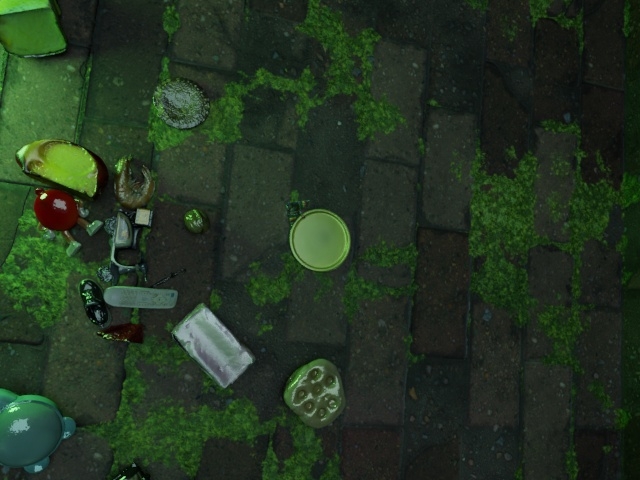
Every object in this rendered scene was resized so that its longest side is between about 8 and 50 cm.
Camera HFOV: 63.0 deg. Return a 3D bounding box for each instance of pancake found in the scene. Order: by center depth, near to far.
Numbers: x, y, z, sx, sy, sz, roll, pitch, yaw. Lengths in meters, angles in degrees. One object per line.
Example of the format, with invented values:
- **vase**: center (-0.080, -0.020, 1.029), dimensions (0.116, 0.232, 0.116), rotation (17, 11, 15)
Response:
- **pancake**: center (-0.487, -0.481, 1.827), dimensions (0.199, 0.021, 0.199), rotation (2, 84, -16)

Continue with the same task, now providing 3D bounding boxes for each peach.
- **peach**: center (-0.802, -0.229, 1.644), dimensions (0.267, 0.154, 0.159), rotation (18, 74, -6)

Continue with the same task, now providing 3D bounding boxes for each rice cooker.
- **rice cooker**: center (-0.608, 0.772, 1.612), dimensions (0.165, 0.112, 0.106), rotation (-39, 89, -17)

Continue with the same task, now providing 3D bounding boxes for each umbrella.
- **umbrella**: center (-0.522, 0.131, 1.753), dimensions (0.148, 0.022, 0.022), rotation (-27, 55, -16)

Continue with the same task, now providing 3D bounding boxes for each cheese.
- **cheese**: center (-0.022, 0.524, 1.803), dimensions (0.217, 0.117, 0.235), rotation (10, 83, -13)

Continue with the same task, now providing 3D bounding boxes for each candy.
- **candy**: center (-0.356, 0.349, 1.727), dimensions (0.155, 0.116, 0.265), rotation (-45, 97, -16)

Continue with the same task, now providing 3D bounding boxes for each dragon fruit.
- **dragon fruit**: center (-0.642, 0.292, 1.681), dimensions (0.131, 0.097, 0.063), rotation (8, 78, 5)

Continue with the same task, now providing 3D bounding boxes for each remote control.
- **remote control**: center (-0.586, 0.182, 1.705), dimensions (0.229, 0.044, 0.073), rotation (6, 112, -27)

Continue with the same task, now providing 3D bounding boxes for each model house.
- **model house**: center (-0.943, -0.724, 1.684), dimensions (0.193, 0.170, 0.212), rotation (-18, 61, -10)

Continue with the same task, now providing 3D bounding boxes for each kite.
- **kite**: center (-0.087, -0.112, 1.901), dimensions (0.090, 0.004, 0.122), rotation (39, 71, 5)

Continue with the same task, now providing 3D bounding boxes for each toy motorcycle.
- **toy motorcycle**: center (-0.633, 0.023, 1.698), dimensions (0.157, 0.091, 0.263), rotation (7, 83, -18)

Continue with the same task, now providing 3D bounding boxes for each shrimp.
- **shrimp**: center (-0.627, -0.198, 1.751), dimensions (0.132, 0.051, 0.188), rotation (-5, 91, -35)

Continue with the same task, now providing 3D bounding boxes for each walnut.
- **walnut**: center (-0.419, -0.064, 1.773), dimensions (0.092, 0.092, 0.092), rotation (2, 84, -16)

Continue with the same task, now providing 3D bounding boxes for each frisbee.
- **frisbee**: center (0.000, 0.000, 1.917), dimensions (0.235, 0.017, 0.236), rotation (2, 83, -15)

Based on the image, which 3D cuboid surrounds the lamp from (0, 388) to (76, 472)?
- **lamp**: center (-0.894, 0.548, 1.536), dimensions (0.284, 0.147, 0.209), rotation (39, 77, -8)

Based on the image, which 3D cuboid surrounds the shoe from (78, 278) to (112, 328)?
- **shoe**: center (-0.717, 0.200, 1.649), dimensions (0.071, 0.099, 0.169), rotation (-23, 90, -15)

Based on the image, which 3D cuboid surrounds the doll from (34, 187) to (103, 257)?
- **doll**: center (-0.820, -0.073, 1.653), dimensions (0.183, 0.085, 0.217), rotation (-44, 102, 6)
